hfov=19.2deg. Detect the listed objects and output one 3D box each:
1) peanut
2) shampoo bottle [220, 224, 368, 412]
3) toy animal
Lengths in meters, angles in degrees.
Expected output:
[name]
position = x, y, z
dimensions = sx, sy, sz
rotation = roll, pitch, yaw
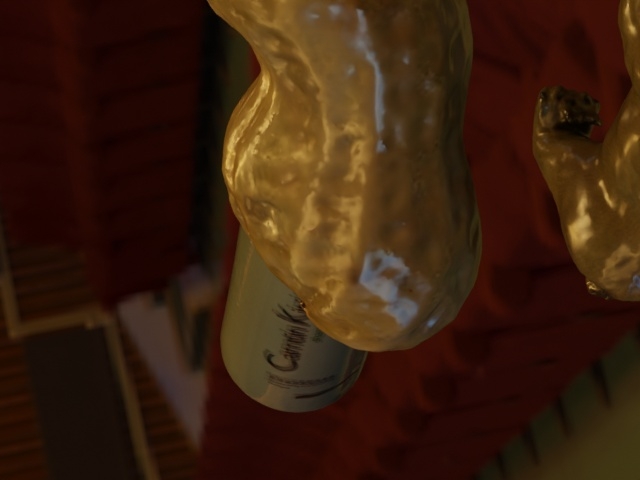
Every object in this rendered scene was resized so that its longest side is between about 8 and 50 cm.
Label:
[peanut]
position = 0.009, -0.059, 0.750
dimensions = 0.098, 0.103, 0.229
rotation = 41, 144, 57
[shampoo bottle]
position = 0.000, 0.000, 0.969
dimensions = 0.262, 0.085, 0.085
rotation = 105, 153, -61
[toy animal]
position = 0.146, -0.050, 0.775
dimensions = 0.219, 0.103, 0.101
rotation = 108, 178, -50
